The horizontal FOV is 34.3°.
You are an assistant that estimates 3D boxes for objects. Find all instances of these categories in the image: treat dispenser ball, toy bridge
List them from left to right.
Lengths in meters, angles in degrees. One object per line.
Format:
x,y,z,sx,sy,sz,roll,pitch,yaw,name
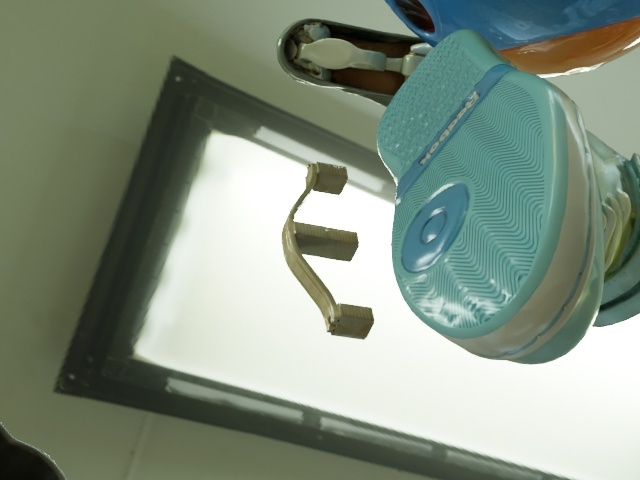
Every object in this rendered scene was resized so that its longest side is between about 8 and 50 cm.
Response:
0.000,0.000,0.863,0.063,0.188,0.026,9,-46,-18,toy bridge
0.166,-0.269,0.784,0.288,0.288,0.288,-6,-79,-30,treat dispenser ball

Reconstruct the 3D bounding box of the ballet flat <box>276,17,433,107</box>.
0.062,-0.154,0.928,0.213,0.068,0.072,11,-87,5,ballet flat

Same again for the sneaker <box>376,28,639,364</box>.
0.147,-0.001,0.592,0.208,0.319,0.127,35,-67,-17,sneaker

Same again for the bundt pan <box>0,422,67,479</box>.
-0.355,0.309,0.921,0.331,0.331,0.124,27,-61,-31,bundt pan
